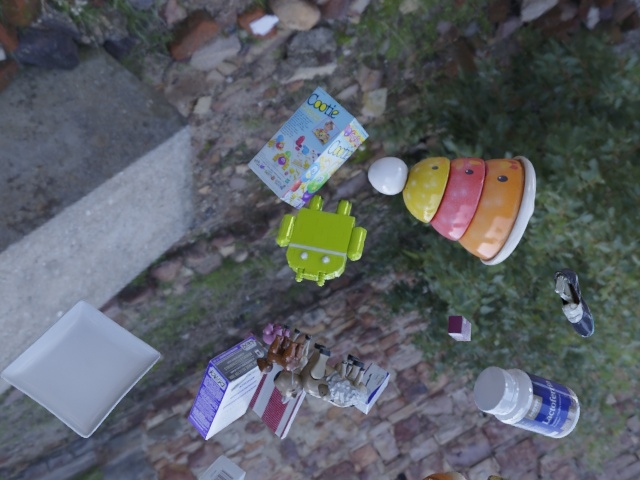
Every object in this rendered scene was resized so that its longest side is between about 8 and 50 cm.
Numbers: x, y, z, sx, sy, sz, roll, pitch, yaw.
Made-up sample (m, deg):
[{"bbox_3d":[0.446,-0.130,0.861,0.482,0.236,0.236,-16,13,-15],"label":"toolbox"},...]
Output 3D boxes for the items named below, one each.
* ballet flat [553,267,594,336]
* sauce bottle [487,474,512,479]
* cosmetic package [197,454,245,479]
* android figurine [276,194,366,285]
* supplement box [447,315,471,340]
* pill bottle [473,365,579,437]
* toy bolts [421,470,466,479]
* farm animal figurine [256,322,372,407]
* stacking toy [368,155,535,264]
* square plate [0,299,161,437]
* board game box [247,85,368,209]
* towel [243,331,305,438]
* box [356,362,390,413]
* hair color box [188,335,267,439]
[{"bbox_3d":[0.694,0.170,1.700,0.074,0.203,0.074,-5,152,-3],"label":"ballet flat"},{"bbox_3d":[0.492,0.641,1.585,0.042,0.042,0.128,-15,-175,-37],"label":"sauce bottle"},{"bbox_3d":[-0.273,0.672,1.587,0.117,0.086,0.231,-40,156,-46],"label":"cosmetic package"},{"bbox_3d":[0.000,0.000,1.742,0.249,0.272,0.056,12,156,10],"label":"android figurine"},{"bbox_3d":[0.400,0.253,1.759,0.043,0.054,0.083,-4,155,30],"label":"supplement box"},{"bbox_3d":[0.566,0.442,1.692,0.265,0.153,0.153,21,136,-21],"label":"pill bottle"},{"bbox_3d":[0.256,0.602,1.234,0.159,0.218,0.228,-19,144,-44],"label":"toy bolts"},{"bbox_3d":[-0.033,0.355,1.629,0.330,0.327,0.172,36,74,-83],"label":"farm animal figurine"},{"bbox_3d":[0.378,-0.144,1.886,0.481,0.350,0.350,16,151,-3],"label":"stacking toy"},{"bbox_3d":[-0.754,0.401,1.951,0.344,0.347,0.049,-51,169,-37],"label":"square plate"},{"bbox_3d":[-0.030,-0.239,1.614,0.275,0.144,0.142,-46,160,7],"label":"board game box"},{"bbox_3d":[-0.194,0.518,2.200,0.037,0.329,0.236,-4,124,-49],"label":"towel"},{"bbox_3d":[0.161,0.489,2.020,0.126,0.072,0.137,-50,161,-23],"label":"box"},{"bbox_3d":[-0.300,0.484,2.002,0.185,0.110,0.338,-26,152,-45],"label":"hair color box"}]
